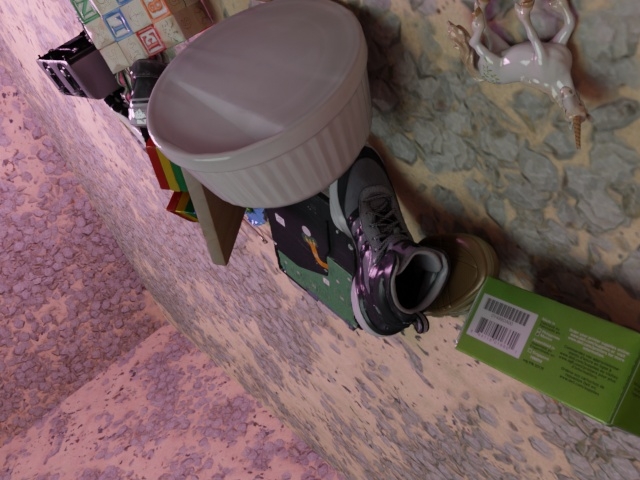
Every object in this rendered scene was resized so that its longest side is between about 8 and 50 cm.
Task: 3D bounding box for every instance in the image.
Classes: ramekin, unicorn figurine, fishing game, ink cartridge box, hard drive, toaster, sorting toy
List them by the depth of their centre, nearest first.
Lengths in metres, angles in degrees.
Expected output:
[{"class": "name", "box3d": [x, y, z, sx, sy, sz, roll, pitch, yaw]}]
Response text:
[{"class": "unicorn figurine", "box3d": [0.185, -0.161, 0.529, 0.162, 0.060, 0.111, 45, 162, 58]}, {"class": "ink cartridge box", "box3d": [0.310, 0.148, 0.706, 0.255, 0.097, 0.189, 26, 179, -43]}, {"class": "ramekin", "box3d": [-0.062, -0.159, 0.727, 0.273, 0.273, 0.127, 33, 162, 38]}, {"class": "sorting toy", "box3d": [-0.180, -0.137, 0.962, 0.089, 0.257, 0.255, 6, 143, 8]}, {"class": "hard drive", "box3d": [0.000, 0.000, 1.080, 0.237, 0.064, 0.339, 37, 152, 30]}, {"class": "fishing game", "box3d": [-0.178, -0.104, 1.287, 0.189, 0.041, 0.264, 41, 154, 31]}, {"class": "toaster", "box3d": [-0.494, -0.392, 1.302, 0.168, 0.185, 0.110, 17, 142, 41]}]

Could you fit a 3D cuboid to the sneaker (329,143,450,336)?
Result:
[{"class": "sneaker", "box3d": [0.092, -0.007, 0.774, 0.153, 0.101, 0.268, 164, 97, -69]}]

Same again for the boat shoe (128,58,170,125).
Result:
[{"class": "boat shoe", "box3d": [-0.255, -0.256, 1.067, 0.335, 0.121, 0.119, -115, 28, -81]}]

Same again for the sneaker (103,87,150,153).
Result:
[{"class": "sneaker", "box3d": [-0.403, -0.265, 1.375, 0.300, 0.111, 0.121, 51, 160, 18]}]

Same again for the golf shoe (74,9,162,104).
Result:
[{"class": "golf shoe", "box3d": [-0.381, -0.396, 1.198, 0.120, 0.105, 0.273, 9, 139, 34]}]

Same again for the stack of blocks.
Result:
[{"class": "stack of blocks", "box3d": [-0.320, -0.433, 0.923, 0.171, 0.087, 0.297, -10, 119, 31]}]

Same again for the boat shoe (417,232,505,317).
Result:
[{"class": "boat shoe", "box3d": [0.171, 0.056, 0.836, 0.285, 0.089, 0.104, 141, 125, -67]}]
